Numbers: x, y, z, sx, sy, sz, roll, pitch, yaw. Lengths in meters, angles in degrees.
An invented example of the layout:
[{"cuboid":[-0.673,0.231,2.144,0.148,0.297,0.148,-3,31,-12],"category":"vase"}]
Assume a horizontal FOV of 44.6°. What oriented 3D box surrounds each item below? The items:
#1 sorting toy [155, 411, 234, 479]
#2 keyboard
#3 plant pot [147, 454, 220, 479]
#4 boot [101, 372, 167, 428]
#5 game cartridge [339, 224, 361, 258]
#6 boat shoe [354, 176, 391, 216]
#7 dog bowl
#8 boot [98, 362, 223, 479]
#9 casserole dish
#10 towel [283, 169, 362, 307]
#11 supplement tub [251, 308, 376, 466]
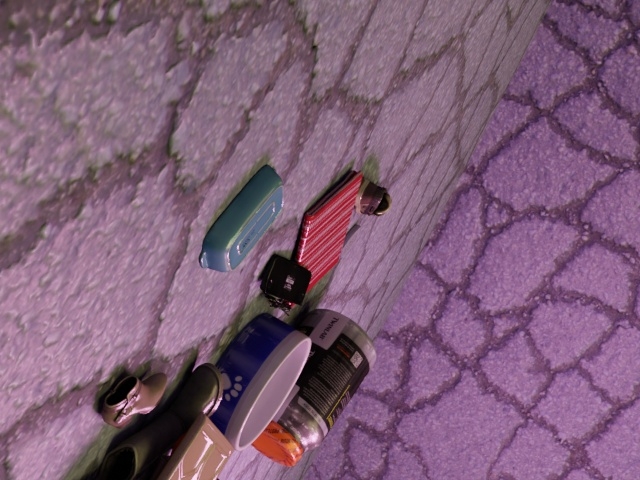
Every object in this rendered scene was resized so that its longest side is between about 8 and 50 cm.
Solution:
[{"cuboid":[-0.254,0.438,1.262,0.307,0.041,0.229,-57,160,-23],"category":"sorting toy"},{"cuboid":[-0.077,0.085,1.492,0.192,0.038,0.100,33,76,-65],"category":"keyboard"},{"cuboid":[-0.272,0.496,1.432,0.165,0.167,0.167,-65,167,-8],"category":"plant pot"},{"cuboid":[-0.261,0.215,1.104,0.118,0.042,0.087,-50,162,-34],"category":"boot"},{"cuboid":[0.068,0.000,1.870,0.083,0.017,0.056,-50,167,-35],"category":"game cartridge"},{"cuboid":[0.122,-0.086,1.753,0.080,0.073,0.223,-59,166,0],"category":"boat shoe"},{"cuboid":[-0.132,0.282,1.565,0.265,0.104,0.265,-54,165,-21],"category":"dog bowl"},{"cuboid":[-0.256,0.300,1.266,0.190,0.076,0.208,-65,159,13],"category":"boot"},{"cuboid":[-0.107,-0.026,1.149,0.188,0.037,0.114,-52,164,-24],"category":"casserole dish"},{"cuboid":[0.000,0.000,1.599,0.199,0.031,0.275,-44,158,-42],"category":"towel"},{"cuboid":[-0.033,0.342,1.828,0.338,0.207,0.207,-51,164,-31],"category":"supplement tub"}]
